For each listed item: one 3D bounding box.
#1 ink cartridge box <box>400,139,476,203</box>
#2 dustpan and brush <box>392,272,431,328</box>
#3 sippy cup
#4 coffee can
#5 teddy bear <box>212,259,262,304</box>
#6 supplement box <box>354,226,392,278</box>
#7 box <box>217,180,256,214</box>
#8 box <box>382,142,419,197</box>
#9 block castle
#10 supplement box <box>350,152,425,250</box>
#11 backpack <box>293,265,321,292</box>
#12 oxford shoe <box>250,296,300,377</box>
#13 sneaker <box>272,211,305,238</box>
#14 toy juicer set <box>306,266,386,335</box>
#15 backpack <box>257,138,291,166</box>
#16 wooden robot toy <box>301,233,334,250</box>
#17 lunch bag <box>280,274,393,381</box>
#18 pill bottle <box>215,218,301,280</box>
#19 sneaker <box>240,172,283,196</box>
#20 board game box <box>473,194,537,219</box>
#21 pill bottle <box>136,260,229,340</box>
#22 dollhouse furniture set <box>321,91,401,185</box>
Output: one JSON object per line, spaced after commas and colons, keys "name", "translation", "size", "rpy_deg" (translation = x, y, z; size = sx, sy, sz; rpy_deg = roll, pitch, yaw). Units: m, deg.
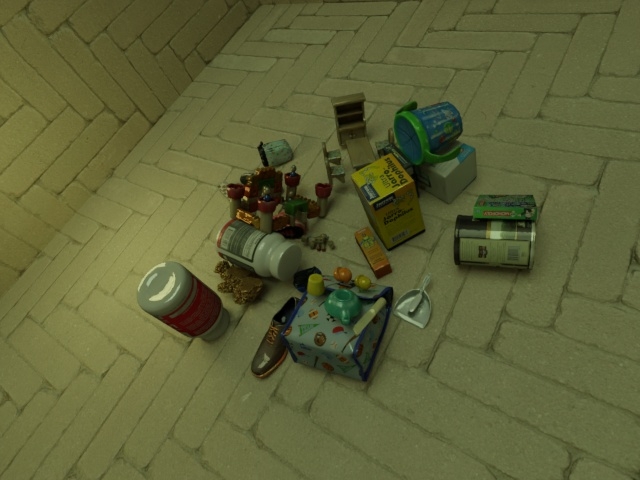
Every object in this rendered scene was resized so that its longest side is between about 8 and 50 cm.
{"name": "ink cartridge box", "translation": [0.536, -0.346, 1.889], "size": [0.198, 0.197, 0.270], "rpy_deg": [-43, 53, -8]}
{"name": "dustpan and brush", "translation": [0.392, 0.226, 1.647], "size": [0.147, 0.060, 0.211], "rpy_deg": [23, 69, 33]}
{"name": "sippy cup", "translation": [0.463, -0.468, 1.748], "size": [0.224, 0.240, 0.305], "rpy_deg": [-26, 94, -7]}
{"name": "coffee can", "translation": [0.668, 0.004, 1.596], "size": [0.275, 0.201, 0.201], "rpy_deg": [3, 59, 24]}
{"name": "teddy bear", "translation": [-0.383, 0.180, 1.979], "size": [0.338, 0.113, 0.245], "rpy_deg": [24, 51, 34]}
{"name": "supplement box", "translation": [0.228, 0.050, 1.825], "size": [0.078, 0.080, 0.233], "rpy_deg": [-27, 50, 1]}
{"name": "box", "translation": [-0.472, -0.227, 2.310], "size": [0.063, 0.067, 0.324], "rpy_deg": [-42, 51, -8]}
{"name": "box", "translation": [0.372, -0.311, 1.911], "size": [0.059, 0.232, 0.183], "rpy_deg": [-30, 52, -2]}
{"name": "block castle", "translation": [-0.190, -0.216, 1.956], "size": [0.303, 0.212, 0.453], "rpy_deg": [24, 30, 34]}
{"name": "supplement box", "translation": [0.294, -0.153, 1.758], "size": [0.195, 0.356, 0.194], "rpy_deg": [-29, 52, 2]}
{"name": "backpack", "translation": [-0.055, 0.185, 1.834], "size": [0.120, 0.101, 0.098], "rpy_deg": [-13, 51, 21]}
{"name": "oxford shoe", "translation": [-0.190, 0.393, 1.727], "size": [0.130, 0.132, 0.363], "rpy_deg": [19, 67, 31]}
{"name": "sneaker", "translation": [-0.217, -0.081, 2.095], "size": [0.314, 0.116, 0.136], "rpy_deg": [0, 48, 15]}
{"name": "toy juicer set", "translation": [0.113, 0.213, 1.489], "size": [0.209, 0.089, 0.329], "rpy_deg": [-20, 40, -26]}
{"name": "backpack", "translation": [-0.256, -0.499, 2.369], "size": [0.182, 0.152, 0.115], "rpy_deg": [-19, 57, -6]}
{"name": "wooden robot toy", "translation": [0.000, 0.000, 1.976], "size": [0.173, 0.076, 0.079], "rpy_deg": [3, 24, 24]}
{"name": "lunch bag", "translation": [0.081, 0.300, 1.626], "size": [0.328, 0.239, 0.385], "rpy_deg": [9, 45, 28]}
{"name": "pill bottle", "translation": [-0.280, 0.043, 1.876], "size": [0.363, 0.210, 0.210], "rpy_deg": [21, 68, 28]}
{"name": "sneaker", "translation": [-0.355, -0.271, 2.268], "size": [0.281, 0.106, 0.162], "rpy_deg": [14, 67, 29]}
{"name": "board game box", "translation": [0.729, -0.137, 1.636], "size": [0.214, 0.046, 0.317], "rpy_deg": [2, 15, 25]}
{"name": "pill bottle", "translation": [-0.568, 0.280, 1.785], "size": [0.229, 0.407, 0.229], "rpy_deg": [-11, 54, 16]}
{"name": "dollhouse furniture set", "translation": [0.181, -0.521, 2.077], "size": [0.362, 0.256, 0.394], "rpy_deg": [-11, 47, 1]}
